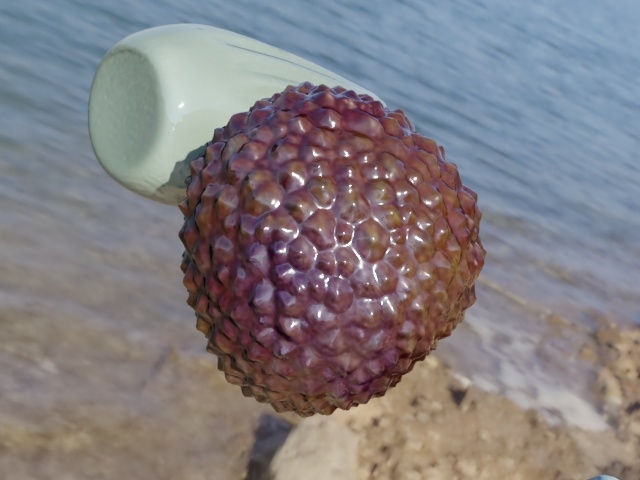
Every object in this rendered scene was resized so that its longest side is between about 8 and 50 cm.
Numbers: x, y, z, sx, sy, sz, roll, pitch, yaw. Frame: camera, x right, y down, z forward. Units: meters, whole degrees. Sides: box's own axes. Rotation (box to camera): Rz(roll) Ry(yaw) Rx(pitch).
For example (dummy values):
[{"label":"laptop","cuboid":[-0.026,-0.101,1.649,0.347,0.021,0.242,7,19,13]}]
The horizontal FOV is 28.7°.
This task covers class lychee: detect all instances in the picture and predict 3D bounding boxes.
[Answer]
[{"label":"lychee","cuboid":[0.000,0.000,0.747,0.188,0.188,0.188,24,17,-8]}]

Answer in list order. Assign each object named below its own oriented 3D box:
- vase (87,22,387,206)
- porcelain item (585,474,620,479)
[{"label":"vase","cuboid":[-0.047,-0.087,0.924,0.248,0.128,0.128,1,30,-46]},{"label":"porcelain item","cuboid":[0.183,0.341,0.950,0.157,0.286,0.281,39,16,-9]}]
